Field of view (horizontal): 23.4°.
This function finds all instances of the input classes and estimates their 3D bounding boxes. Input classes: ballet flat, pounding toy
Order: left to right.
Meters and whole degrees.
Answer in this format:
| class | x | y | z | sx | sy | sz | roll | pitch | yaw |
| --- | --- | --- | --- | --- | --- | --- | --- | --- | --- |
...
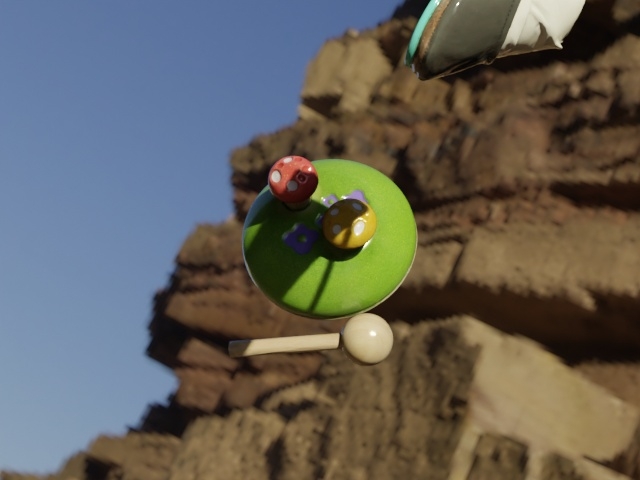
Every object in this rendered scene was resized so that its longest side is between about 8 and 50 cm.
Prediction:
| class | x | y | z | sx | sy | sz | roll | pitch | yaw |
| --- | --- | --- | --- | --- | --- | --- | --- | --- | --- |
| pounding toy | 0.000 | 0.000 | 1.558 | 0.183 | 0.236 | 0.110 | 4 | -28 | 10 |
| ballet flat | 0.145 | -0.195 | 1.092 | 0.096 | 0.280 | 0.095 | 24 | -44 | 4 |
